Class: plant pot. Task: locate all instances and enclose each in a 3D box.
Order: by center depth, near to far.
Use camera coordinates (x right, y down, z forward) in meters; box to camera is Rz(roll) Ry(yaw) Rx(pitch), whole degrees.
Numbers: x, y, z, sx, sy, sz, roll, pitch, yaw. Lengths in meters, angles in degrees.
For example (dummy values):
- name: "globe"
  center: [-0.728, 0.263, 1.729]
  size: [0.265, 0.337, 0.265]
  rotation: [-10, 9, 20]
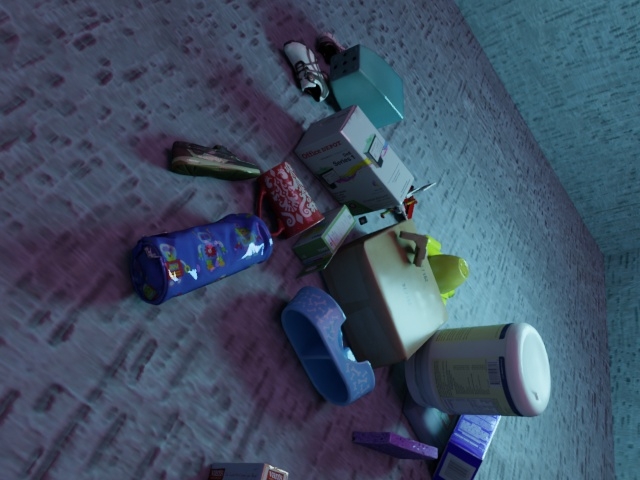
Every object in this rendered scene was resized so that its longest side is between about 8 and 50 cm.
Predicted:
- name: "plant pot"
  center: [0.135, -0.482, 1.593]
  size: [0.234, 0.165, 0.166]
  rotation: [35, 49, -48]
- name: "plant pot"
  center: [0.429, 0.102, 1.678]
  size: [0.134, 0.095, 0.134]
  rotation: [23, 59, -44]

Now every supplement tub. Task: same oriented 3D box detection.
- name: "supplement tub"
  center: [0.417, 0.348, 1.376]
  size: [0.235, 0.324, 0.236]
  rotation: [17, 67, -46]

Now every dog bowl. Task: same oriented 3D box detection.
- name: "dog bowl"
  center: [0.010, 0.252, 1.187]
  size: [0.074, 0.166, 0.297]
  rotation: [-32, 99, -37]

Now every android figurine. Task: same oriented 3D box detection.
- name: "android figurine"
  center: [0.367, 0.102, 1.727]
  size: [0.272, 0.056, 0.248]
  rotation: [27, 56, -41]

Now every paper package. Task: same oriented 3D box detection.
- name: "paper package"
  center: [0.183, 0.138, 1.417]
  size: [0.309, 0.168, 0.325]
  rotation: [-23, 91, -52]

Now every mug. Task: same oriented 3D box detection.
- name: "mug"
  center: [-0.088, -0.096, 1.258]
  size: [0.150, 0.113, 0.169]
  rotation: [-34, 97, -51]

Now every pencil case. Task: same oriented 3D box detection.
- name: "pencil case"
  center: [-0.237, 0.024, 1.030]
  size: [0.306, 0.119, 0.133]
  rotation: [-21, 88, -50]

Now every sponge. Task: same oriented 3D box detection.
- name: "sponge"
  center: [0.192, 0.523, 1.302]
  size: [0.210, 0.117, 0.031]
  rotation: [34, 53, -36]

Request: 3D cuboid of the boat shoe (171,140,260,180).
- name: "boat shoe"
  center: [-0.231, -0.182, 1.154]
  size: [0.223, 0.080, 0.074]
  rotation: [0, 79, -44]

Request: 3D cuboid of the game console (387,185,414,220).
- name: "game console"
  center: [0.272, -0.122, 1.745]
  size: [0.124, 0.085, 0.144]
  rotation: [22, 52, -4]

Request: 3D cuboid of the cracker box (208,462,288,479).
- name: "cracker box"
  center: [-0.152, 0.514, 0.888]
  size: [0.067, 0.155, 0.232]
  rotation: [37, 50, -33]

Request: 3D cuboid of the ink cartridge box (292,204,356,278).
- name: "ink cartridge box"
  center: [0.000, 0.000, 1.314]
  size: [0.062, 0.109, 0.209]
  rotation: [54, 43, -17]

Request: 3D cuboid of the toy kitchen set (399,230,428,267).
- name: "toy kitchen set"
  center: [0.244, 0.020, 1.390]
  size: [0.068, 0.075, 0.083]
  rotation: [-96, -163, -79]

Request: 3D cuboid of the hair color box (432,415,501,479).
- name: "hair color box"
  center: [0.459, 0.566, 1.527]
  size: [0.338, 0.110, 0.185]
  rotation: [-33, 142, -49]

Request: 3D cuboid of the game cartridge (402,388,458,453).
- name: "game cartridge"
  center: [0.353, 0.472, 1.557]
  size: [0.196, 0.060, 0.294]
  rotation: [57, 41, -8]

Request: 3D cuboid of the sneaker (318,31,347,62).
- name: "sneaker"
  center: [0.055, -0.598, 1.667]
  size: [0.170, 0.063, 0.075]
  rotation: [36, 49, -27]

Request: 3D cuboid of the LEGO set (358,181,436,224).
- name: "LEGO set"
  center: [0.226, -0.098, 1.545]
  size: [0.244, 0.182, 0.060]
  rotation: [-30, 100, -42]

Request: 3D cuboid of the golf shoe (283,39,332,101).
- name: "golf shoe"
  center: [-0.041, -0.497, 1.504]
  size: [0.198, 0.077, 0.094]
  rotation: [44, 46, -25]

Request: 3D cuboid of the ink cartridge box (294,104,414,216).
- name: "ink cartridge box"
  center: [0.093, -0.213, 1.428]
  size: [0.278, 0.201, 0.117]
  rotation: [46, 56, -25]
